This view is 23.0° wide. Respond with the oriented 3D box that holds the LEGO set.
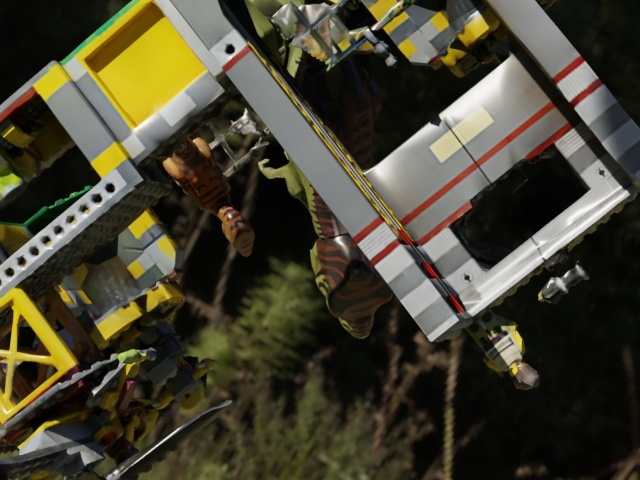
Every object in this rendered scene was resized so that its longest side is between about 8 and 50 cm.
[{"bbox_3d":[0.000,0.000,0.616,0.192,0.331,0.255,53,1,9],"label":"LEGO set"}]
